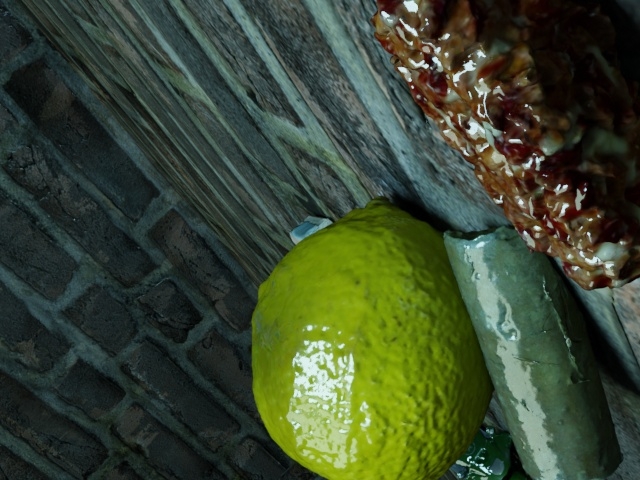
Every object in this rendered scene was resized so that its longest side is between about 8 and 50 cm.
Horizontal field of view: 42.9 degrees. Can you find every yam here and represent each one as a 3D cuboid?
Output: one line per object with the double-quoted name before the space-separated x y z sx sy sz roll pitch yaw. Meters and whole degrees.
"yam" 0.197 0.097 0.757 0.259 0.106 0.106 70 164 -12

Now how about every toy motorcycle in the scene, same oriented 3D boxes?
"toy motorcycle" 0.305 0.412 1.523 0.187 0.124 0.275 38 172 -10

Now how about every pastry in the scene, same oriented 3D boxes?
"pastry" 0.116 -0.068 0.433 0.208 0.097 0.115 48 164 -15

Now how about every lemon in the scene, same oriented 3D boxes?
"lemon" 0.058 0.111 0.866 0.268 0.268 0.321 179 91 -77

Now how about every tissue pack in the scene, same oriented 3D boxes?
"tissue pack" 0.000 0.000 1.304 0.074 0.059 0.094 47 171 -16
